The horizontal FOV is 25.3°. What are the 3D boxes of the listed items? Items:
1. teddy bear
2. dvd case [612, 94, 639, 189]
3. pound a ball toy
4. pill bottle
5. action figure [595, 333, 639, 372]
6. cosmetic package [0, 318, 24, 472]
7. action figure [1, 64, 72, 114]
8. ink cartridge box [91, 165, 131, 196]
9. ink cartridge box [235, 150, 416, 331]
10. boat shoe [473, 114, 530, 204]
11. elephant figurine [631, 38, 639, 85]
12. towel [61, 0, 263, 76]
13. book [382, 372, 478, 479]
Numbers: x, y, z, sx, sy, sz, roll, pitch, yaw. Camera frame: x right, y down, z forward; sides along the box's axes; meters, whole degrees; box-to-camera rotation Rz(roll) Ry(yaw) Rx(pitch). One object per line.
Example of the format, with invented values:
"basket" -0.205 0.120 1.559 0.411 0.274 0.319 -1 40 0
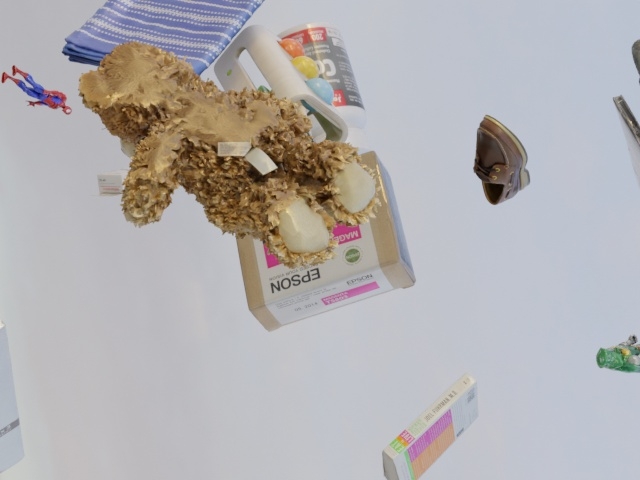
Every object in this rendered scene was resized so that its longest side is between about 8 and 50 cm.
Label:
"teddy bear" -0.099 -0.082 1.490 0.113 0.338 0.245 99 12 -51
"dvd case" 0.444 -0.069 1.886 0.221 0.018 0.164 57 10 -49
"pound a ball toy" -0.036 -0.229 2.308 0.136 0.208 0.319 -47 -146 12
"pill bottle" 0.001 -0.282 2.870 0.161 0.161 0.283 123 -46 -64
"action figure" 0.515 0.181 2.237 0.137 0.232 0.063 6 -85 50
"cosmetic package" -0.482 0.188 1.663 0.156 0.217 0.385 47 -24 17
"action figure" -0.397 -0.207 2.015 0.038 0.115 0.030 -32 -130 29
"ink cartridge box" -0.269 -0.081 1.938 0.048 0.083 0.028 2 -76 37
"ink cartridge box" 0.000 0.000 2.054 0.088 0.234 0.193 54 20 -59
"boat shoe" 0.235 -0.101 1.883 0.064 0.060 0.178 39 -11 28
"elephant figurine" 0.538 -0.220 1.900 0.186 0.239 0.169 -41 -114 39
"towel" -0.230 -0.370 2.258 0.243 0.336 0.040 14 -44 21
"book" 0.138 0.236 1.752 0.035 0.144 0.096 40 -20 27
